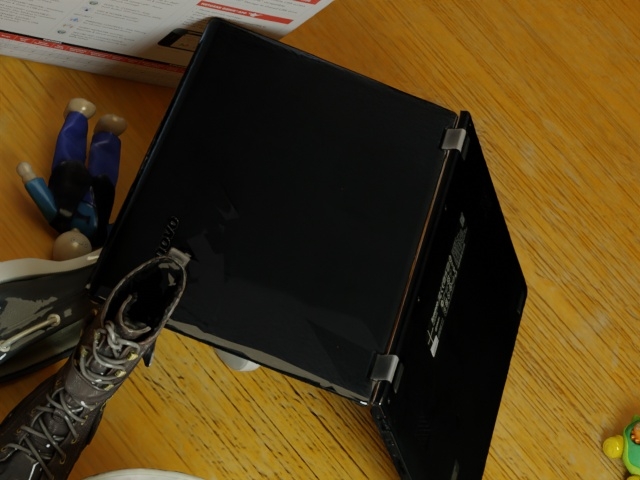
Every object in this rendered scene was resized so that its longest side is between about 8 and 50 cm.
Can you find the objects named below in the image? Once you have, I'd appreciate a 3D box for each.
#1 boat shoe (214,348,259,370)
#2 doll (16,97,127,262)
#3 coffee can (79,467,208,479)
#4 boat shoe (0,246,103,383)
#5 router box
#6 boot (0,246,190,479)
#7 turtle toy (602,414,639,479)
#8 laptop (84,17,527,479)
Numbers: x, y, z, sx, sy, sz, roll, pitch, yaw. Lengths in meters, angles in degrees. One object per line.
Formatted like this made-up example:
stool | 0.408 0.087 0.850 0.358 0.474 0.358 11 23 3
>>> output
boat shoe | -0.076 0.034 1.798 0.070 0.078 0.219 8 47 -31
doll | -0.235 -0.049 1.777 0.129 0.046 0.189 27 46 -29
coffee can | -0.139 0.337 1.362 0.202 0.201 0.275 27 40 -15
boat shoe | -0.198 0.060 1.660 0.303 0.114 0.091 -17 64 -33
router box | -0.183 -0.261 1.814 0.335 0.301 0.082 9 67 -33
boot | -0.208 0.134 1.478 0.091 0.229 0.263 35 39 -6
turtle toy | 0.369 0.239 1.962 0.095 0.066 0.130 -4 56 -40
laptop | 0.013 0.049 1.776 0.382 0.236 0.408 -70 148 -41
